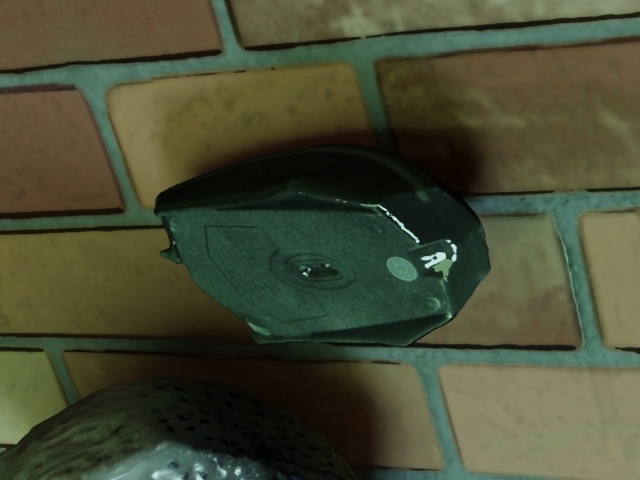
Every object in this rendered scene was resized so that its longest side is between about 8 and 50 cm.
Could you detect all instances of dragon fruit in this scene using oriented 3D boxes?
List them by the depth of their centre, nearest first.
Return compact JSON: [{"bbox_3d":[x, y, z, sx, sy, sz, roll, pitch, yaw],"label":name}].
[{"bbox_3d":[-0.092,0.191,0.945,0.283,0.204,0.221,25,102,-21],"label":"dragon fruit"}]

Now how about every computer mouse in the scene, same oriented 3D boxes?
[{"bbox_3d":[0.000,-0.003,0.845,0.231,0.071,0.126,-7,132,43],"label":"computer mouse"}]
